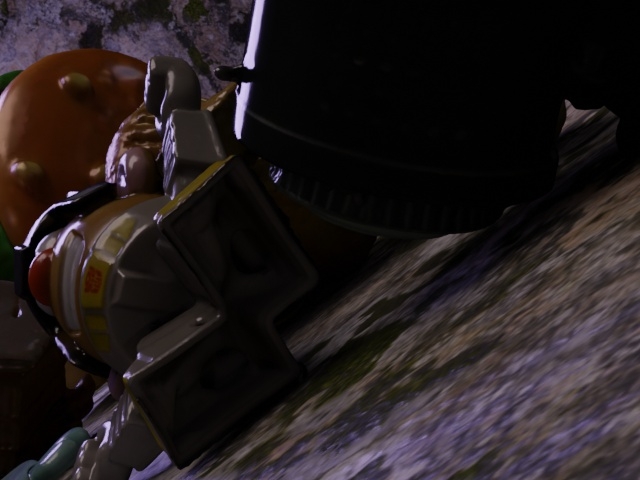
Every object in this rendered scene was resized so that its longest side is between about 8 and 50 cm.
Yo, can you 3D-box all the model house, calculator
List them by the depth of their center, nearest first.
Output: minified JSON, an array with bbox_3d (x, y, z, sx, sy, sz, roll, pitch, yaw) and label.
[{"bbox_3d":[-0.296,0.253,1.269,0.295,0.042,0.184,-39,4,1],"label":"calculator"},{"bbox_3d":[-0.339,0.172,1.546,0.199,0.220,0.229,-81,-1,-72],"label":"model house"}]

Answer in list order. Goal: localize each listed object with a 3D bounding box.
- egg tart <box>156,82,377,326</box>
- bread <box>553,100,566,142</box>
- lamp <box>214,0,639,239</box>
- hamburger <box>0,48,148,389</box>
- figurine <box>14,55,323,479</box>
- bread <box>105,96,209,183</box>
[{"bbox_3d":[-0.034,-0.021,1.304,0.297,0.132,0.297,-38,-34,-33],"label":"egg tart"},{"bbox_3d":[0.115,-0.127,1.152,0.128,0.088,0.232,-5,-33,8],"label":"bread"},{"bbox_3d":[0.048,-0.142,0.955,0.272,0.374,0.205,-60,2,18],"label":"lamp"},{"bbox_3d":[-0.258,-0.038,1.902,0.277,0.395,0.396,-35,4,40],"label":"hamburger"},{"bbox_3d":[-0.115,0.034,1.085,0.308,0.143,0.308,-45,29,33],"label":"figurine"},{"bbox_3d":[-0.104,-0.030,1.524,0.139,0.240,0.240,-17,14,30],"label":"bread"}]
